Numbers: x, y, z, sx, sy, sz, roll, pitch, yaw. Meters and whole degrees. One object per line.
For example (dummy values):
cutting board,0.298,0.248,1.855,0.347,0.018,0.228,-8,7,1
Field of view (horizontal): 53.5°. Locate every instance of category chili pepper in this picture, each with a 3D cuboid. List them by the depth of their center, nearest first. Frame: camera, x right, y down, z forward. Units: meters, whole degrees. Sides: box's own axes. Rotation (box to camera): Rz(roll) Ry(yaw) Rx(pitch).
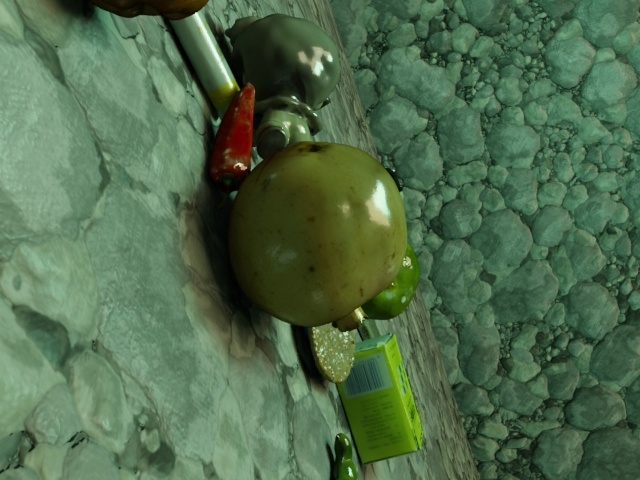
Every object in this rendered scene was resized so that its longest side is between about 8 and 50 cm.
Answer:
chili pepper,-0.145,-0.156,1.065,0.063,0.071,0.272,61,28,-52

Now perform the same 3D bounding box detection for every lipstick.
lipstick,-0.207,-0.336,1.090,0.059,0.059,0.264,-86,156,-55

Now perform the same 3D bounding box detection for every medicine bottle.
medicine bottle,0.128,0.348,1.415,0.137,0.141,0.250,-9,82,-80

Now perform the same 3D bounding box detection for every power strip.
power strip,0.122,0.223,1.750,0.092,0.034,0.268,-84,153,-59

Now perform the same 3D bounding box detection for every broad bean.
broad bean,0.041,0.447,1.133,0.213,0.048,0.070,-91,162,-49

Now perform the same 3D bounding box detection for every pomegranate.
pomegranate,0.000,0.000,1.025,0.319,0.319,0.319,-17,90,-76

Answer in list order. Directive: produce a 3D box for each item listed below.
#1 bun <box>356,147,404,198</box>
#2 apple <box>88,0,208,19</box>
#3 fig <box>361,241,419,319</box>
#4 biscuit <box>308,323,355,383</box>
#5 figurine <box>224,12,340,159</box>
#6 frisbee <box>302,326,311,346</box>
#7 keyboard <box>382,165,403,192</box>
bun,0.086,-0.125,1.783,0.263,0.175,0.263,37,-8,6
apple,-0.222,-0.388,0.775,0.234,0.234,0.234,-17,90,-76
fig,0.096,0.064,1.607,0.233,0.314,0.233,-20,118,-42
biscuit,0.022,0.180,1.280,0.220,0.033,0.219,-12,90,-68
figurine,-0.072,-0.299,1.253,0.203,0.248,0.380,122,-27,-50
frisbee,-0.002,0.133,1.339,0.242,0.045,0.242,43,41,-53
keyboard,0.077,-0.161,1.610,0.106,0.262,0.016,53,50,-52
